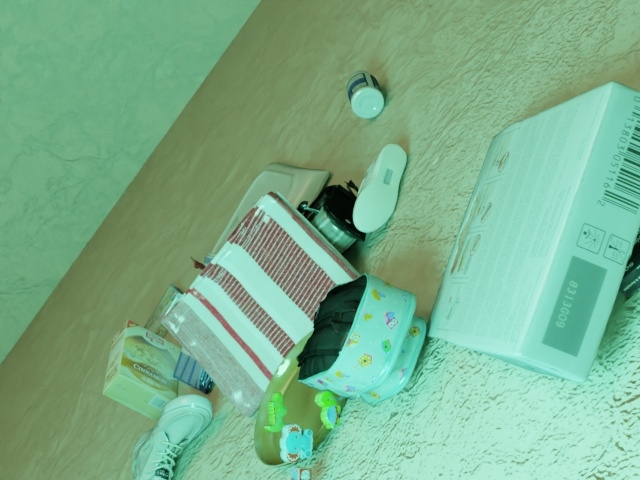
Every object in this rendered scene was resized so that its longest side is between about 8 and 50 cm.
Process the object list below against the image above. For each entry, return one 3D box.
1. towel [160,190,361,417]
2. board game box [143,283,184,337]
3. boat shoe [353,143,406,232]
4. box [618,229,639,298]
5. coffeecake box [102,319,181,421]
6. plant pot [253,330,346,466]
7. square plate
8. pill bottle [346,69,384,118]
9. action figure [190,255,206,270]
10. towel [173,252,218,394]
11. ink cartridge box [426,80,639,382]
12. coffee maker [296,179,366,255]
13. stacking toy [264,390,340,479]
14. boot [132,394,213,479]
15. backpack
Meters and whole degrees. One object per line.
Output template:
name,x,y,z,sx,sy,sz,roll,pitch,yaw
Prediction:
towel,-0.103,0.109,1.596,0.329,0.237,0.037,-50,-14,19
board game box,-0.386,0.188,2.300,0.154,0.026,0.103,-58,22,-1
boat shoe,0.094,-0.084,1.620,0.063,0.066,0.184,132,158,-58
box,0.355,-0.026,1.044,0.116,0.029,0.162,-47,26,27
coffeecake box,-0.379,0.278,2.016,0.068,0.142,0.185,-47,25,23
plant pot,-0.022,0.246,1.465,0.236,0.032,0.236,-45,25,29
square plate,-0.139,-0.021,2.032,0.347,0.049,0.344,-60,23,-4
pill bottle,0.088,-0.299,1.898,0.067,0.067,0.120,-49,24,21
action figure,-0.189,0.134,1.733,0.091,0.139,0.280,-52,37,10
towel,-0.233,0.160,1.932,0.209,0.034,0.285,6,78,65
ink cartridge box,0.256,-0.002,1.140,0.385,0.091,0.308,161,130,-81
coffee maker,0.000,0.000,1.662,0.178,0.120,0.171,-45,-9,27
stacking toy,-0.038,0.317,1.296,0.167,0.052,0.221,-19,65,56
boot,-0.279,0.394,1.751,0.258,0.095,0.123,-49,28,41
backpack,0.060,0.135,1.281,0.188,0.144,0.166,123,172,-68
